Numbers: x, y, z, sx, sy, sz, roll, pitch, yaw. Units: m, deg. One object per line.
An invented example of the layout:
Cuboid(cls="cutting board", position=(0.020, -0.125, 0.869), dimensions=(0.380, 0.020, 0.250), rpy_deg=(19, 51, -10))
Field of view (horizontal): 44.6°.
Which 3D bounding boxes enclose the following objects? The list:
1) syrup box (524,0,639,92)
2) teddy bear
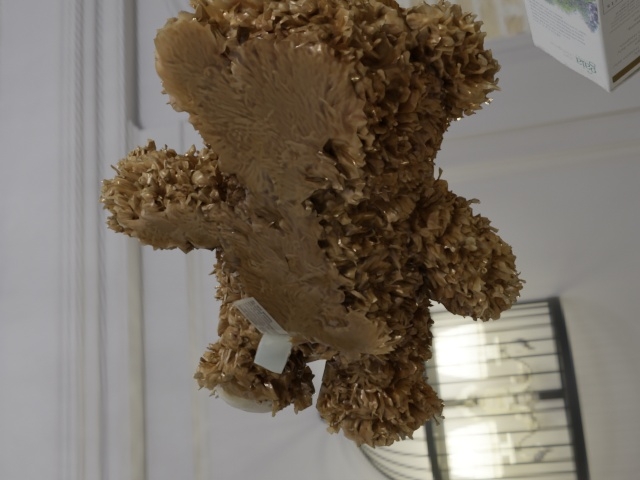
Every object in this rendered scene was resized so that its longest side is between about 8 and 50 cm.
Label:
Cuboid(cls="syrup box", position=(0.205, -0.232, 0.577), dimensions=(0.093, 0.096, 0.237), rpy_deg=(50, 179, 39))
Cuboid(cls="teddy bear", position=(0.000, 0.000, 0.464), dimensions=(0.113, 0.245, 0.338), rpy_deg=(-63, -37, -45))
